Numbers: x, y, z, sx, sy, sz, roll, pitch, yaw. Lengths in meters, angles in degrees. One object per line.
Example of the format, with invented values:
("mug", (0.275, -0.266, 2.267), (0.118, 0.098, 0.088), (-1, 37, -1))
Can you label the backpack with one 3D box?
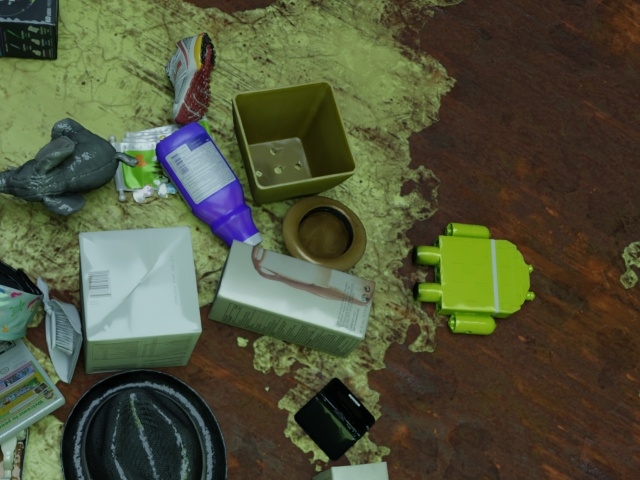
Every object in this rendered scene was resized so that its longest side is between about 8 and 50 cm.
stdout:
("backpack", (-0.638, 0.098, 1.749), (0.254, 0.225, 0.191), (21, 87, -5))

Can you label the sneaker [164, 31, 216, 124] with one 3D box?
("sneaker", (-0.286, -0.340, 2.077), (0.093, 0.088, 0.225), (-5, 57, 19))

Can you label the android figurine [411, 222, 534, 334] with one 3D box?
("android figurine", (0.331, 0.079, 2.082), (0.273, 0.056, 0.248), (3, 69, -12))

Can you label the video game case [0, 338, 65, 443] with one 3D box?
("video game case", (-0.601, 0.284, 1.756), (0.212, 0.023, 0.193), (-32, 56, -23))

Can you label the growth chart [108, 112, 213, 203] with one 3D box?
("growth chart", (-0.327, -0.173, 2.036), (0.237, 0.021, 0.172), (-17, 76, -18))

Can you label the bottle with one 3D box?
("bottle", (-0.220, -0.099, 1.983), (0.118, 0.092, 0.282), (-34, 90, -14))

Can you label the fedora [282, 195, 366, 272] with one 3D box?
("fedora", (0.000, 0.000, 2.014), (0.194, 0.079, 0.194), (11, 55, -16))

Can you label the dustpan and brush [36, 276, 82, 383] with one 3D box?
("dustpan and brush", (-0.500, 0.147, 1.835), (0.060, 0.147, 0.211), (4, 42, -25))

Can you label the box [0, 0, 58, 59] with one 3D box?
("box", (-0.679, -0.483, 1.998), (0.270, 0.143, 0.165), (0, 69, -13))

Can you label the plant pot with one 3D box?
("plant pot", (-0.071, -0.182, 2.010), (0.212, 0.187, 0.212), (-11, 73, -18))

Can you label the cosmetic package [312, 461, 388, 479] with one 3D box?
("cosmetic package", (0.070, 0.574, 1.778), (0.113, 0.160, 0.309), (-1, 71, -15))

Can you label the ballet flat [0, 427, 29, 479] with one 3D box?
("ballet flat", (-0.562, 0.414, 1.731), (0.072, 0.068, 0.213), (6, 69, -13))

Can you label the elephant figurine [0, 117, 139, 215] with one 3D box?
("elephant figurine", (-0.511, -0.120, 1.858), (0.169, 0.186, 0.239), (47, 35, -4))

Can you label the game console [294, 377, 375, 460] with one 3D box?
("game console", (0.029, 0.353, 1.930), (0.122, 0.071, 0.107), (47, 37, 5))

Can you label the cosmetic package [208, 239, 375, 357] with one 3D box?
("cosmetic package", (-0.058, 0.118, 1.922), (0.296, 0.153, 0.129), (17, 66, -9))

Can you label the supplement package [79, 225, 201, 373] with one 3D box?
("supplement package", (-0.340, 0.116, 1.790), (0.198, 0.262, 0.199), (-4, 71, -15))

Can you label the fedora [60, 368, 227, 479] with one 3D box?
("fedora", (-0.313, 0.383, 1.758), (0.334, 0.152, 0.334), (5, 69, -13))
